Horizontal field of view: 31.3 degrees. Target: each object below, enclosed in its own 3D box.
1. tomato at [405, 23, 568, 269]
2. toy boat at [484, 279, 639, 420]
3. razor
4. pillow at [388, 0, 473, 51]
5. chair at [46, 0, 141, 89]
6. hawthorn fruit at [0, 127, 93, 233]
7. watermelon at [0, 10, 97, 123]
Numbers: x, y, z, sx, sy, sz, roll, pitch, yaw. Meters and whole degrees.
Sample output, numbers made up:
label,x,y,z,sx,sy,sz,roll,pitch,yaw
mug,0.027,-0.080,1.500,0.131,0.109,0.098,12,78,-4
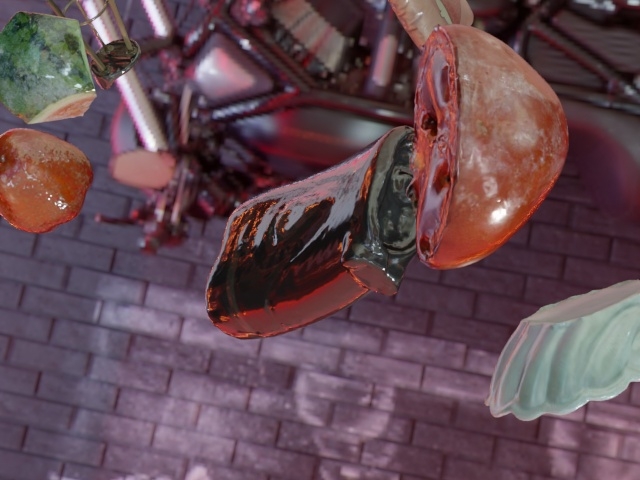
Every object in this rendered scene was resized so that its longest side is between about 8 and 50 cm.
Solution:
label,x,y,z,sx,sy,sz,roll,pitch,yaw
tomato,0.110,-0.057,0.738,0.091,0.159,0.139,6,170,-6
toy boat,0.323,0.120,1.346,0.290,0.100,0.199,-18,-173,-14
razor,0.001,0.001,1.309,0.113,0.204,0.349,35,147,-24
pillow,0.186,-0.427,2.034,0.084,0.223,0.236,-27,113,33
chair,-0.361,-0.349,1.862,0.095,0.104,0.221,-10,140,10
hawthorn fruit,-0.374,-0.080,1.482,0.133,0.132,0.138,1,151,42
watermelon,-0.225,-0.136,0.930,0.092,0.084,0.072,-10,159,10
